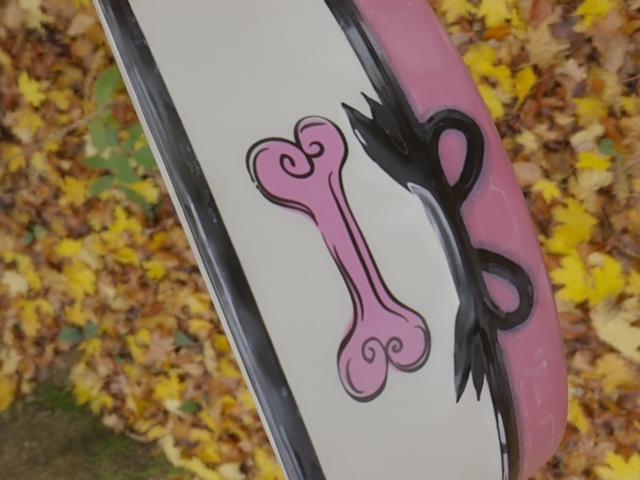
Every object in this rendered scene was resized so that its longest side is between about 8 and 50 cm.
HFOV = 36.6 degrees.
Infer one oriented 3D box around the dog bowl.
[{"bbox_3d":[0.000,0.000,0.583,0.408,0.151,0.407,159,90,-83],"label":"dog bowl"}]
